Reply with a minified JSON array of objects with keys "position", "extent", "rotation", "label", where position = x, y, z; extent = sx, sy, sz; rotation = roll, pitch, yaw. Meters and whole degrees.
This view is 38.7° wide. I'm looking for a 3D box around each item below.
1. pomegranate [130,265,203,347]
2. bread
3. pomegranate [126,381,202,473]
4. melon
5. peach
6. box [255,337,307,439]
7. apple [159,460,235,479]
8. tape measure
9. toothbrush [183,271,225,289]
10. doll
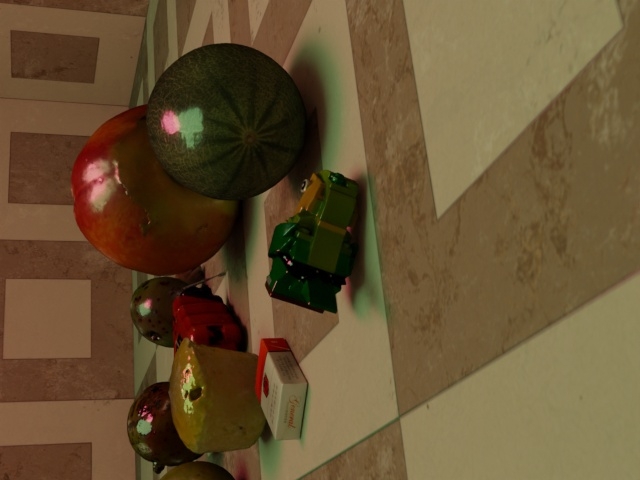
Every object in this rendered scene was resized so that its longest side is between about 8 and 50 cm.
[{"position":[-0.341,0.159,2.160],"extent":[0.179,0.210,0.179],"rotation":[26,130,35],"label":"pomegranate"},{"position":[-0.179,0.268,1.579],"extent":[0.197,0.170,0.197],"rotation":[-177,90,-74],"label":"bread"},{"position":[-0.303,0.383,1.993],"extent":[0.198,0.246,0.198],"rotation":[49,168,14],"label":"pomegranate"},{"position":[-0.144,-0.181,1.394],"extent":[0.301,0.237,0.238],"rotation":[-147,60,-65],"label":"melon"},{"position":[-0.331,-0.093,1.818],"extent":[0.370,0.369,0.370],"rotation":[-179,90,-73],"label":"peach"},{"position":[-0.064,0.230,1.432],"extent":[0.152,0.048,0.100],"rotation":[-123,41,-65],"label":"box"},{"position":[-0.234,0.518,1.722],"extent":[0.157,0.196,0.197],"rotation":[75,-176,-57],"label":"apple"},{"position":[-0.230,0.246,1.846],"extent":[0.253,0.113,0.261],"rotation":[-141,51,-68],"label":"tape measure"},{"position":[-0.247,0.086,1.943],"extent":[0.006,0.096,0.008],"rotation":[58,155,25],"label":"toothbrush"},{"position":[-0.003,0.001,1.151],"extent":[0.134,0.106,0.187],"rotation":[-19,54,66],"label":"doll"}]
